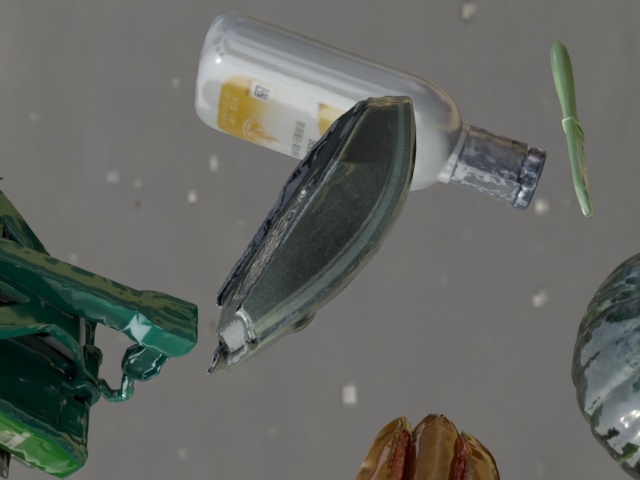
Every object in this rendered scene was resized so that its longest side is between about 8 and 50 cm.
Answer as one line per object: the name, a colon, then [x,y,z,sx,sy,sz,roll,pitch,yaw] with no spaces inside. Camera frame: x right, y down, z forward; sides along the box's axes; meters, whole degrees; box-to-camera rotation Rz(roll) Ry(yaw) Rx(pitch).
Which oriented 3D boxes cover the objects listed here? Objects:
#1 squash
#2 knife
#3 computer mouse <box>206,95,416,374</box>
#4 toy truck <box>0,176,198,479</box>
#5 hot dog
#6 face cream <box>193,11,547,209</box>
squash: [0.307,0.104,1.435,0.172,0.218,0.218,91,163,-55]
knife: [0.167,-0.078,1.174,0.207,0.014,0.030,-86,-26,-55]
computer mouse: [0.002,0.001,1.183,0.231,0.071,0.126,-57,10,-7]
toy truck: [-0.260,0.019,1.022,0.178,0.363,0.176,-40,34,29]
hot dog: [0.049,0.186,0.923,0.236,0.092,0.062,-80,11,-47]
face cream: [0.040,-0.096,1.442,0.144,0.291,0.071,109,-179,-63]
